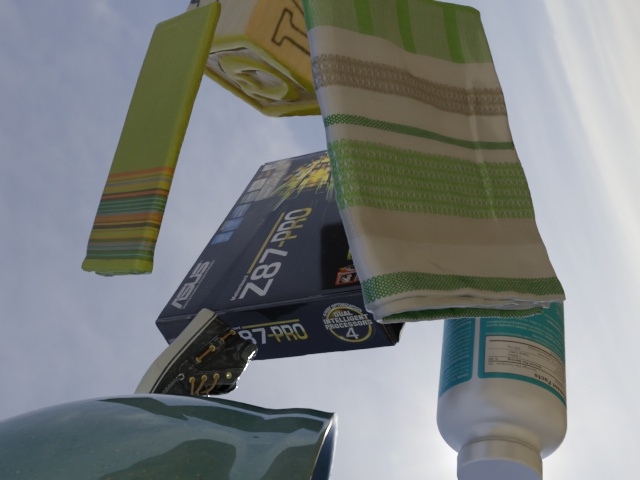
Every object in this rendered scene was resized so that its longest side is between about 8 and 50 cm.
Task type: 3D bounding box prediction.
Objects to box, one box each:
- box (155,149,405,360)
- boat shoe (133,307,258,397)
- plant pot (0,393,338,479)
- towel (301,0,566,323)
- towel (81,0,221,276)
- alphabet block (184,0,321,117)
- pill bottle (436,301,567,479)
[{"bbox_3d":[0.000,0.000,1.205,0.097,0.318,0.395,62,-146,-27],"label":"box"},{"bbox_3d":[-0.138,0.151,0.964,0.083,0.065,0.183,32,-138,4],"label":"boat shoe"},{"bbox_3d":[-0.121,0.194,0.370,0.293,0.196,0.292,13,-90,-84],"label":"plant pot"},{"bbox_3d":[0.049,-0.041,0.373,0.113,0.023,0.151,3,-110,-41],"label":"towel"},{"bbox_3d":[-0.139,-0.083,0.743,0.021,0.102,0.237,24,-106,-39],"label":"towel"},{"bbox_3d":[-0.045,-0.292,1.157,0.193,0.192,0.197,30,-105,-36],"label":"alphabet block"},{"bbox_3d":[0.211,0.159,1.025,0.146,0.146,0.264,47,-141,-33],"label":"pill bottle"}]
